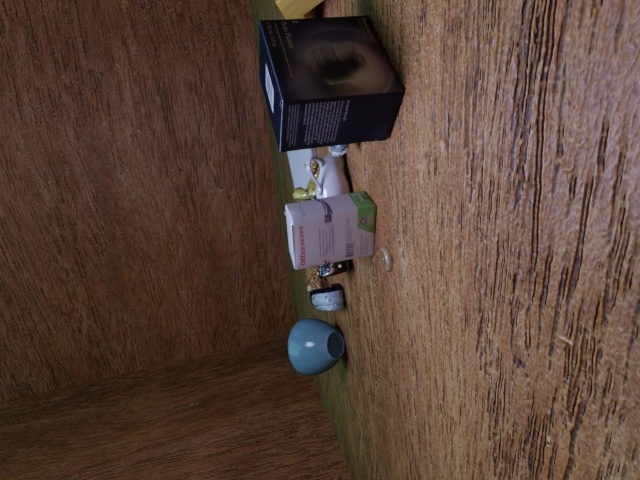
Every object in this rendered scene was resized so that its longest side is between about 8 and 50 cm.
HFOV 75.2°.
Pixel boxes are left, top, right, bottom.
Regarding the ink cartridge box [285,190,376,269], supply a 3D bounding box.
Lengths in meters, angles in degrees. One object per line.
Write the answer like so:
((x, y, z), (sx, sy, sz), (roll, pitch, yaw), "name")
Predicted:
((0.031, -0.033, 1.354), (0.115, 0.273, 0.198), (-115, 19, -51), "ink cartridge box")

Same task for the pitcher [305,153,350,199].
((0.023, -0.206, 1.500), (0.125, 0.178, 0.207), (5, 105, 48), "pitcher")

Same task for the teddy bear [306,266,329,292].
((-0.041, 0.169, 2.308), (0.245, 0.113, 0.338), (115, 143, -75), "teddy bear")

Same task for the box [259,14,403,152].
((0.012, -0.406, 1.062), (0.182, 0.294, 0.296), (105, 153, -60), "box")

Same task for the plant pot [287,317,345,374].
((0.008, 0.533, 2.101), (0.195, 0.290, 0.290), (-16, 84, 42), "plant pot")

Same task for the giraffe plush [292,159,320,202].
((-0.015, -0.245, 1.739), (0.210, 0.181, 0.170), (88, -168, -84), "giraffe plush")

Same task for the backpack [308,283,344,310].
((0.044, 0.271, 1.954), (0.182, 0.152, 0.115), (-17, 89, 66), "backpack")

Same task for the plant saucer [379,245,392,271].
((0.197, 0.058, 1.279), (0.083, 0.015, 0.083), (169, 90, -79), "plant saucer")

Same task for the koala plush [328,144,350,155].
((0.025, -0.381, 1.351), (0.221, 0.203, 0.196), (48, 149, 47), "koala plush")

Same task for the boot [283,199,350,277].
((0.000, 0.000, 1.638), (0.377, 0.138, 0.284), (10, -117, -71), "boot")

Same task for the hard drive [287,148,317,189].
((-0.080, -0.367, 2.012), (0.203, 0.040, 0.307), (-22, 79, 53), "hard drive")

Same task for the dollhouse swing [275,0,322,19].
((-0.015, -0.906, 1.341), (0.315, 0.305, 0.346), (-16, 82, 37), "dollhouse swing")
